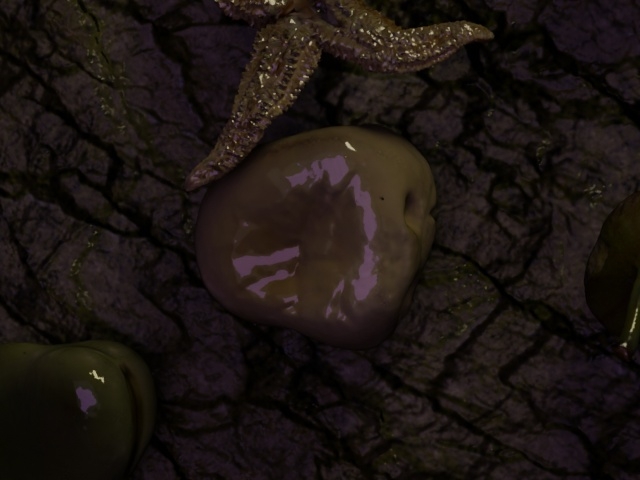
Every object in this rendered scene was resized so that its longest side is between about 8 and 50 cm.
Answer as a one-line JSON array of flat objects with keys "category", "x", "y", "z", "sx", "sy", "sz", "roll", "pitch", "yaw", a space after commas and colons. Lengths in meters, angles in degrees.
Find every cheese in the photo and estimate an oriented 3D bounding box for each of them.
[{"category": "cheese", "x": 0.000, "y": 0.000, "z": 1.541, "sx": 0.235, "sy": 0.117, "sz": 0.218, "roll": -37, "pitch": 87, "yaw": 19}]

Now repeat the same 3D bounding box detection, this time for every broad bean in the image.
[{"category": "broad bean", "x": -0.273, "y": 0.186, "z": 1.651, "sx": 0.263, "sy": 0.121, "sz": 0.189, "roll": -18, "pitch": 96, "yaw": 32}]

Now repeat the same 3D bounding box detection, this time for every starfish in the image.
[{"category": "starfish", "x": -0.042, "y": -0.227, "z": 1.528, "sx": 0.301, "sy": 0.084, "sz": 0.293, "roll": -30, "pitch": 71, "yaw": 7}]

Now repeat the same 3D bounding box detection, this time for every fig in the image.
[{"category": "fig", "x": 0.274, "y": 0.036, "z": 1.401, "sx": 0.149, "sy": 0.245, "sz": 0.149, "roll": 5, "pitch": 103, "yaw": 20}]
